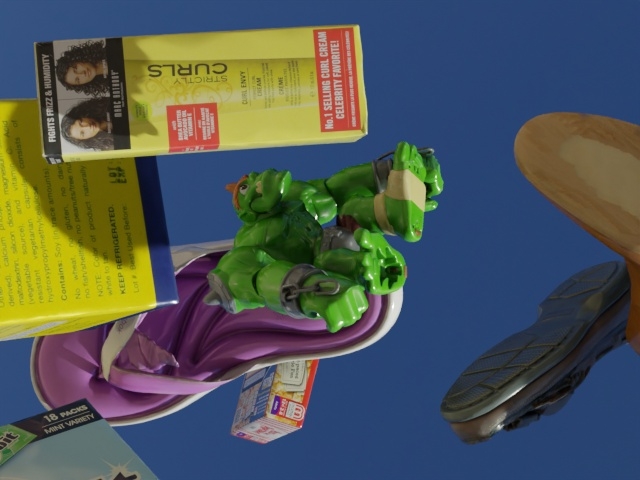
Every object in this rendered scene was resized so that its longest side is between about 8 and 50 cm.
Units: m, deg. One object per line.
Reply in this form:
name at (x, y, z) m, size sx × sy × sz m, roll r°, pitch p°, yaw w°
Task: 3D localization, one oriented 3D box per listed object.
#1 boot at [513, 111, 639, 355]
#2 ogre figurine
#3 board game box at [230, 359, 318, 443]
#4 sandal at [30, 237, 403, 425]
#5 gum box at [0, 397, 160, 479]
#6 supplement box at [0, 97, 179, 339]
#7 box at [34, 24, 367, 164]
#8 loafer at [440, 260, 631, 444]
boot at (0.265, 0.028, 1.108) m, size 0.295 × 0.211 × 0.104 m, roll 26°, pitch -118°, yaw 5°
ogre figurine at (0.000, 0.000, 0.901) m, size 0.118 × 0.097 × 0.197 m, roll -7°, pitch -135°, yaw 25°
board game box at (-0.039, 0.117, 1.553) m, size 0.147 × 0.045 × 0.193 m, roll 143°, pitch -36°, yaw -67°
sandal at (-0.126, 0.081, 1.395) m, size 0.416 × 0.102 × 0.169 m, roll -20°, pitch -86°, yaw 20°
gum box at (-0.167, 0.181, 0.858) m, size 0.184 × 0.157 × 0.041 m, roll 38°, pitch -47°, yaw 41°
supplement box at (-0.334, -0.007, 1.233) m, size 0.195 × 0.357 × 0.194 m, roll -18°, pitch -101°, yaw 54°
box at (-0.086, -0.106, 1.026) m, size 0.232 × 0.058 × 0.087 m, roll -3°, pitch -90°, yaw -9°
loafer at (0.207, 0.109, 1.229) m, size 0.096 × 0.267 × 0.084 m, roll -15°, pitch -74°, yaw 47°
